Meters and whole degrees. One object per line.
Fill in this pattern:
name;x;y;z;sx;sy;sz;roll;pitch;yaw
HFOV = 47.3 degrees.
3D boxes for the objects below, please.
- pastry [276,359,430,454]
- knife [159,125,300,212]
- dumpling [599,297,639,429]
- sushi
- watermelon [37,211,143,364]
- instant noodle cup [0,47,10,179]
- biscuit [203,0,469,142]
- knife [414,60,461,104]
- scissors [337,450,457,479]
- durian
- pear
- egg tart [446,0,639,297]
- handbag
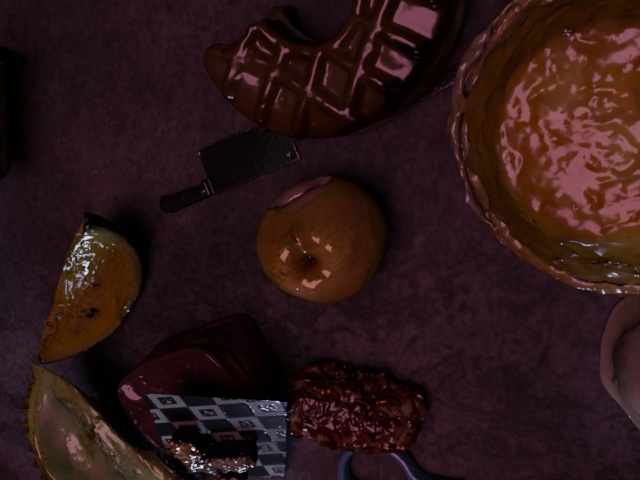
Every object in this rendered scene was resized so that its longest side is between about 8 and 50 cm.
pastry;0.044;0.240;1.036;0.209;0.097;0.115;11;120;19
knife;-0.143;-0.105;1.054;0.245;0.019;0.072;-21;93;25
dumpling;0.389;0.149;0.852;0.111;0.181;0.155;22;148;-22
sushi;-0.146;0.309;1.058;0.193;0.043;0.279;3;142;0
watermelon;-0.361;0.069;1.140;0.123;0.129;0.301;35;125;11
instant noodle cup;-0.592;-0.183;1.112;0.251;0.251;0.190;12;119;20
biscuit;0.030;-0.272;0.866;0.268;0.115;0.366;34;118;12
knife;0.165;-0.203;0.887;0.170;0.010;0.023;-28;88;30
scissors;0.237;0.376;1.026;0.447;0.029;0.192;-3;105;25
durian;-0.319;0.344;1.190;0.394;0.163;0.198;35;116;14
pear;0.000;0.000;0.936;0.178;0.178;0.177;7;109;22
egg tart;0.310;-0.114;0.757;0.388;0.169;0.387;7;106;26
handbag;-0.187;0.214;1.107;0.225;0.135;0.146;-21;103;26
